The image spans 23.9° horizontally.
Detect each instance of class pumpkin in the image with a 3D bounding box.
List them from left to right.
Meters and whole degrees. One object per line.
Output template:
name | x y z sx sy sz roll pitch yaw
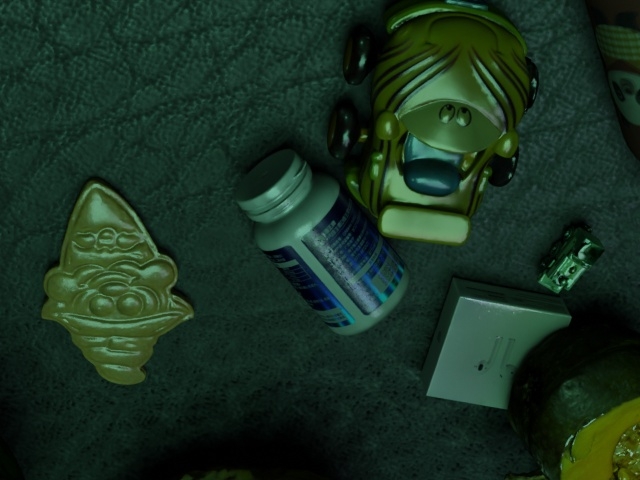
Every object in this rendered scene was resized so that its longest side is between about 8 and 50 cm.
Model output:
pumpkin | 0.308 0.251 1.681 0.222 0.139 0.317 -28 129 -8

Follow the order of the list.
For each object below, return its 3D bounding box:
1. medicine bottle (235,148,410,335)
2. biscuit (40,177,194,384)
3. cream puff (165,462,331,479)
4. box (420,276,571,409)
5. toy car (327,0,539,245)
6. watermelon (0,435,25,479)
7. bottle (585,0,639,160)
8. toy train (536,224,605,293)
medicine bottle | 0.000 0.000 1.571 0.107 0.107 0.191 -35 114 12
biscuit | -0.222 0.049 1.621 0.162 0.035 0.250 -10 116 -5
cream puff | -0.077 0.374 1.683 0.327 0.231 0.343 30 114 -15
box | 0.193 0.117 1.679 0.130 0.051 0.129 11 115 -11
toy car | 0.117 -0.114 1.505 0.200 0.142 0.248 6 118 -9
watermelon | -0.476 0.294 1.552 0.363 0.363 0.363 -2 117 -4
bottle | 0.355 -0.173 1.500 0.144 0.144 0.336 -20 117 5
toy train | 0.269 0.022 1.638 0.033 0.053 0.083 29 109 -19
